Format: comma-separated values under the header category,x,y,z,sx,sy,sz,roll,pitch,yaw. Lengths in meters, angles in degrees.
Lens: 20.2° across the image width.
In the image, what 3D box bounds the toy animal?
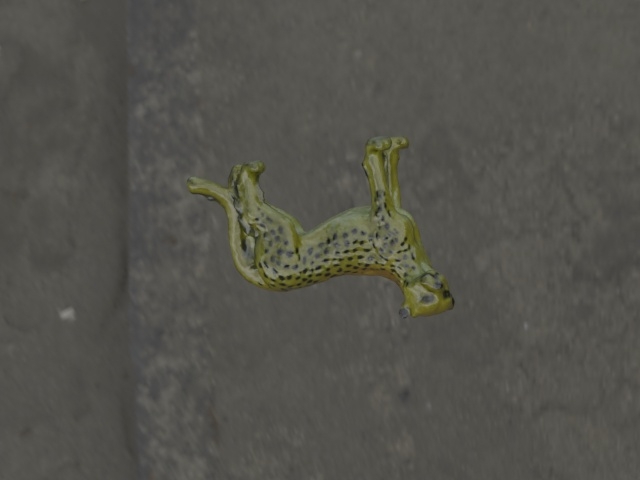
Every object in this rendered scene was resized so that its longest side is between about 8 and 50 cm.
category,x,y,z,sx,sy,sz,roll,pitch,yaw
toy animal,0.000,0.000,1.328,0.181,0.073,0.136,-9,90,1
